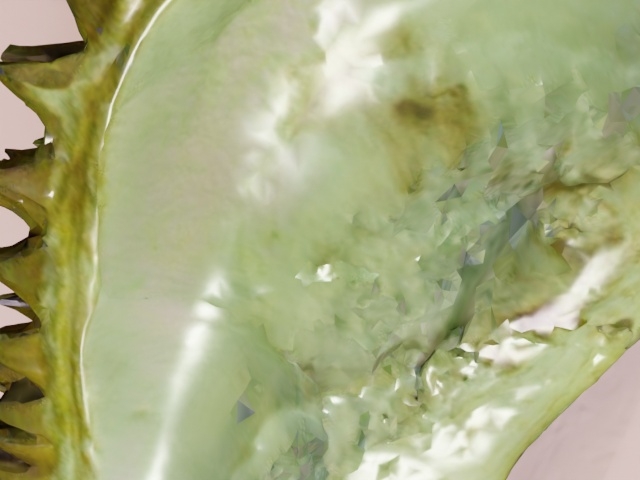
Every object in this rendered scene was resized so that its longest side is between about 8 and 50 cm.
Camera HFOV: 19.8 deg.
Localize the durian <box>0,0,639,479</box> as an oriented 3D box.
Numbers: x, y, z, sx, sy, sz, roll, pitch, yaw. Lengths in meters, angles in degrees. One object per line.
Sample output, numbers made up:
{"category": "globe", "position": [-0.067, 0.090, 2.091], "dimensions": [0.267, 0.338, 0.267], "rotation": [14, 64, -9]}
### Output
{"category": "durian", "position": [0.002, -0.003, 0.563], "dimensions": [0.198, 0.163, 0.394], "rotation": [30, 106, 4]}
